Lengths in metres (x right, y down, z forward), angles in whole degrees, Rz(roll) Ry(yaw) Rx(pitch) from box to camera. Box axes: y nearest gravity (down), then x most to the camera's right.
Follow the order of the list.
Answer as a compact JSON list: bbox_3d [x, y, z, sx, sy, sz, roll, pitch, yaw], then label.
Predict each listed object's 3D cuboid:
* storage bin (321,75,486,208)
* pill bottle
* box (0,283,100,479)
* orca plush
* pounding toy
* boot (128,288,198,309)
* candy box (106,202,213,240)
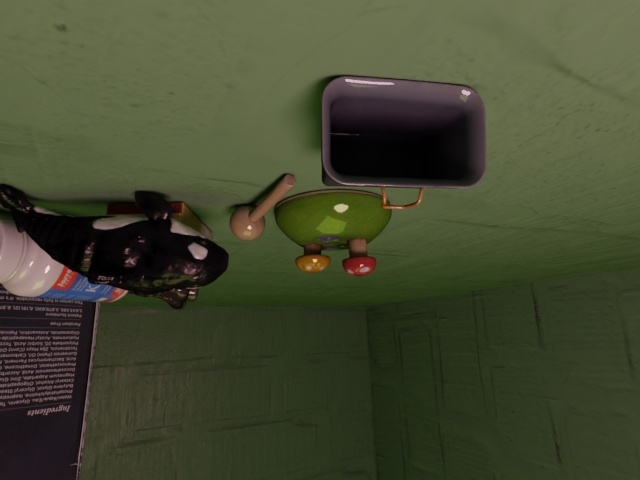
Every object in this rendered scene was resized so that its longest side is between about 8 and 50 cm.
[{"bbox_3d":[0.061,-0.075,0.358,0.135,0.098,0.091,0,177,-9],"label":"storage bin"},{"bbox_3d":[-0.422,0.033,0.649,0.124,0.124,0.221,-7,167,20],"label":"pill bottle"},{"bbox_3d":[-0.747,0.278,0.887,0.480,0.471,0.297,-13,163,36],"label":"box"},{"bbox_3d":[-0.267,0.008,0.510,0.287,0.151,0.102,28,-162,-12],"label":"orca plush"},{"bbox_3d":[0.000,0.000,0.608,0.237,0.110,0.183,8,163,-37],"label":"pounding toy"},{"bbox_3d":[-0.518,0.147,1.246,0.229,0.091,0.263,13,157,-31],"label":"boot"},{"bbox_3d":[-0.250,-0.009,0.656,0.109,0.053,0.186,-1,165,-2],"label":"candy box"}]
